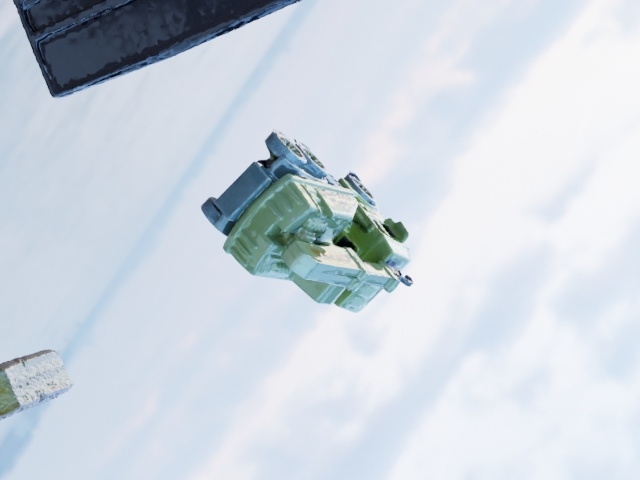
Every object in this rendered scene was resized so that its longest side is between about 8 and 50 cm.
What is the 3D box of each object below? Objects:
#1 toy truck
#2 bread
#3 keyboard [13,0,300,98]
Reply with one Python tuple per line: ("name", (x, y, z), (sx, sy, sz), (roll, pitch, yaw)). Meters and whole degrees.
("toy truck", (0.000, 0.000, 1.021), (0.077, 0.100, 0.169), (-44, 153, 10))
("bread", (-0.222, 0.105, 1.027), (0.090, 0.035, 0.094), (-22, 178, 14))
("keyboard", (-0.054, -0.150, 0.824), (0.250, 0.087, 0.017), (-21, -175, 22))
